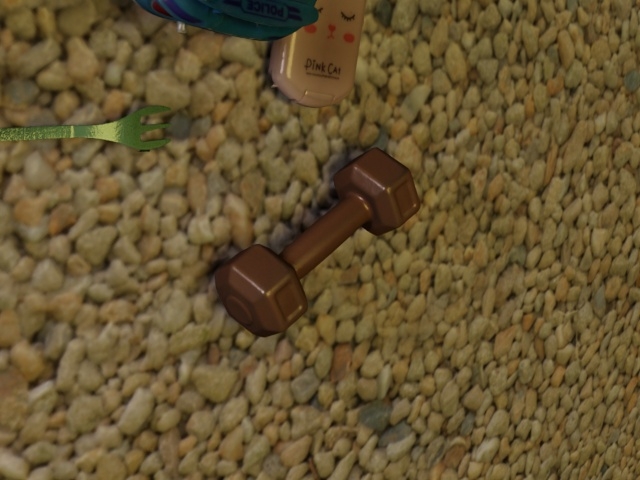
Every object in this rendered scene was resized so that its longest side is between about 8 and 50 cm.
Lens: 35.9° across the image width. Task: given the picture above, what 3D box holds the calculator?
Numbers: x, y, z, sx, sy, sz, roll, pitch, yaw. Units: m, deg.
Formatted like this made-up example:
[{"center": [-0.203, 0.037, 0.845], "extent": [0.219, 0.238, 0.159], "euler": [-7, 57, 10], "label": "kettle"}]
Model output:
[{"center": [0.000, -0.215, 0.945], "extent": [0.100, 0.032, 0.175], "euler": [1, 100, -43], "label": "calculator"}]

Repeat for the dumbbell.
[{"center": [0.000, 0.000, 0.969], "extent": [0.231, 0.082, 0.092], "euler": [-40, 125, -29], "label": "dumbbell"}]

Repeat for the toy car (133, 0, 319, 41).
[{"center": [-0.060, -0.314, 0.773], "extent": [0.198, 0.166, 0.314], "euler": [3, 99, -48], "label": "toy car"}]

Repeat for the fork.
[{"center": [-0.212, -0.084, 0.788], "extent": [0.235, 0.021, 0.039], "euler": [-10, 105, -42], "label": "fork"}]
